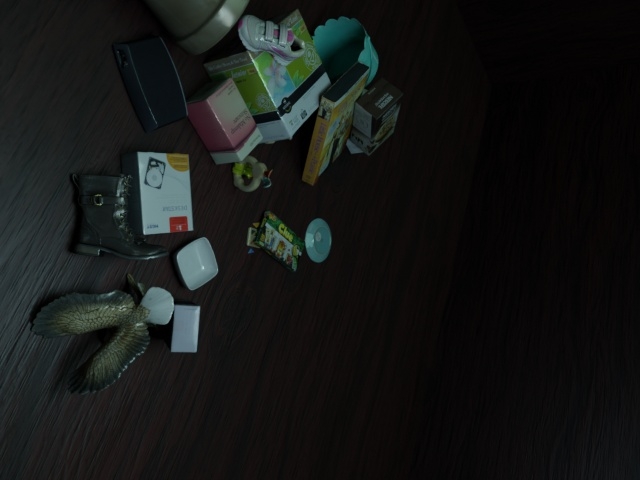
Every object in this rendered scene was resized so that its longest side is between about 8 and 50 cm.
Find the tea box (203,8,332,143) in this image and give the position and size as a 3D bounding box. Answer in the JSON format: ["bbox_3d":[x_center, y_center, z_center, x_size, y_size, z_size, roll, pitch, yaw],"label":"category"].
[{"bbox_3d":[-0.169,-0.566,1.863,0.329,0.220,0.323,-56,130,-36],"label":"tea box"}]

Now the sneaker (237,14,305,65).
[{"bbox_3d":[-0.141,-0.624,1.633,0.252,0.111,0.102,5,83,-49],"label":"sneaker"}]

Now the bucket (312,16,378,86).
[{"bbox_3d":[0.094,-0.745,2.186,0.183,0.281,0.281,23,72,-58],"label":"bucket"}]

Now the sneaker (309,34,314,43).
[{"bbox_3d":[-0.077,-0.695,2.092,0.109,0.123,0.295,-6,77,-36],"label":"sneaker"}]

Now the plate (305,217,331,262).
[{"bbox_3d":[0.000,0.000,2.269,0.188,0.024,0.188,-4,94,-53],"label":"plate"}]

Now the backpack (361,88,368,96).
[{"bbox_3d":[0.151,-0.587,2.370,0.166,0.144,0.188,-3,101,-59],"label":"backpack"}]

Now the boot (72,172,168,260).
[{"bbox_3d":[-0.529,-0.065,1.424,0.263,0.091,0.228,7,86,-19],"label":"boot"}]

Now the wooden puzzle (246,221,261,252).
[{"bbox_3d":[-0.239,-0.011,1.953,0.079,0.014,0.116,4,88,-53],"label":"wooden puzzle"}]

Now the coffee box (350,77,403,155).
[{"bbox_3d":[0.229,-0.508,2.222,0.168,0.119,0.297,-45,167,-14],"label":"coffee box"}]

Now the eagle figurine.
[{"bbox_3d":[-0.546,0.234,1.400,0.298,0.226,0.225,-27,132,-56],"label":"eagle figurine"}]

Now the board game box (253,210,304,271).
[{"bbox_3d":[-0.152,0.008,2.048,0.260,0.030,0.136,43,55,-49],"label":"board game box"}]

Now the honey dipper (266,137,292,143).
[{"bbox_3d":[-0.157,-0.389,2.046,0.161,0.030,0.030,-20,106,-54],"label":"honey dipper"}]

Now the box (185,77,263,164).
[{"bbox_3d":[-0.316,-0.387,1.746,0.148,0.127,0.232,-57,132,-37],"label":"box"}]

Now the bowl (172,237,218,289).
[{"bbox_3d":[-0.404,0.072,1.697,0.142,0.053,0.142,-38,121,-47],"label":"bowl"}]

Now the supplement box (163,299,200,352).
[{"bbox_3d":[-0.404,0.241,1.546,0.073,0.239,0.130,5,85,-20],"label":"supplement box"}]

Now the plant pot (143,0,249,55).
[{"bbox_3d":[-0.390,-0.736,1.495,0.280,0.323,0.323,31,66,-44],"label":"plant pot"}]

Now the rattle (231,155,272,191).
[{"bbox_3d":[-0.199,-0.225,1.846,0.143,0.200,0.130,19,75,-52],"label":"rattle"}]

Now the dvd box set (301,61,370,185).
[{"bbox_3d":[0.057,-0.454,2.108,0.307,0.062,0.420,-53,168,-40],"label":"dvd box set"}]

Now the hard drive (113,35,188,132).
[{"bbox_3d":[-0.488,-0.463,1.573,0.172,0.054,0.254,-39,121,-46],"label":"hard drive"}]

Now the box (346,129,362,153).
[{"bbox_3d":[0.180,-0.464,2.440,0.087,0.101,0.102,55,48,-38],"label":"box"}]

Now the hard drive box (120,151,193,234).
[{"bbox_3d":[-0.476,-0.138,1.567,0.181,0.089,0.232,-10,99,-53],"label":"hard drive box"}]
